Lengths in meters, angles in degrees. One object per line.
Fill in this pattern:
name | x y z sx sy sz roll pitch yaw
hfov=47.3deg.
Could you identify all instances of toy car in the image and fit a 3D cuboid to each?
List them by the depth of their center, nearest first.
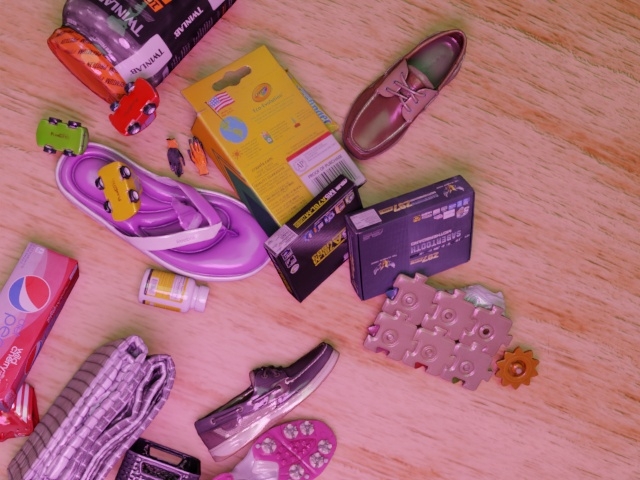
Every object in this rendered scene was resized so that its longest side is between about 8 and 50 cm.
toy car | -0.378 -0.166 1.239 0.225 0.053 0.239 14 97 19

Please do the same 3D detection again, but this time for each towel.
towel | -0.355 0.291 1.145 0.121 0.235 0.283 39 68 -16

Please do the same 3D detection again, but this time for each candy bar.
candy bar | -0.029 -0.266 1.410 0.040 0.018 0.161 -41 91 -13

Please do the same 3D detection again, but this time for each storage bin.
storage bin | -0.267 0.389 1.192 0.122 0.180 0.084 22 80 -6

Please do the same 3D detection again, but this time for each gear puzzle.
gear puzzle | 0.261 0.181 1.365 0.339 0.044 0.175 23 104 -9

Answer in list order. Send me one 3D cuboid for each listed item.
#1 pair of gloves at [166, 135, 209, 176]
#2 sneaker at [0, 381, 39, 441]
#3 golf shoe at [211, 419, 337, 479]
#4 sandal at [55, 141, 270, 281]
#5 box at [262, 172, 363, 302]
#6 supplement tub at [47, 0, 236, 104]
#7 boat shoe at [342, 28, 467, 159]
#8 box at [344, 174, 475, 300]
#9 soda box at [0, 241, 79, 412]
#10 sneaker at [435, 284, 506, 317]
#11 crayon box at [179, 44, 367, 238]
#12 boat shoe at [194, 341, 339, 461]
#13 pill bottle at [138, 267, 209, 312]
pair of gloves | -0.244 -0.152 1.332 0.083 0.010 0.074 0 114 25
sneaker | -0.549 0.328 1.204 0.128 0.087 0.221 25 80 -4
golf shoe | -0.105 0.416 1.260 0.306 0.140 0.115 -26 68 -33
sandal | -0.278 -0.044 1.293 0.416 0.102 0.169 22 79 -6
box | 0.000 0.000 1.296 0.191 0.184 0.045 -42 57 -13
supplement tub | -0.303 -0.411 1.290 0.207 0.207 0.338 39 78 -2
boat shoe | 0.162 -0.291 1.394 0.123 0.116 0.324 40 78 -2
box | 0.163 -0.002 1.325 0.233 0.183 0.059 -19 47 -12
soda box | -0.498 0.140 1.205 0.092 0.083 0.263 23 62 -6
sneaker | 0.280 0.113 1.395 0.152 0.053 0.061 15 56 -3
crayon box | -0.090 -0.176 1.336 0.202 0.081 0.318 -35 89 -24
boat shoe | -0.094 0.266 1.281 0.285 0.103 0.092 -39 94 -7
pill bottle | -0.259 0.093 1.296 0.116 0.065 0.065 15 80 -7
